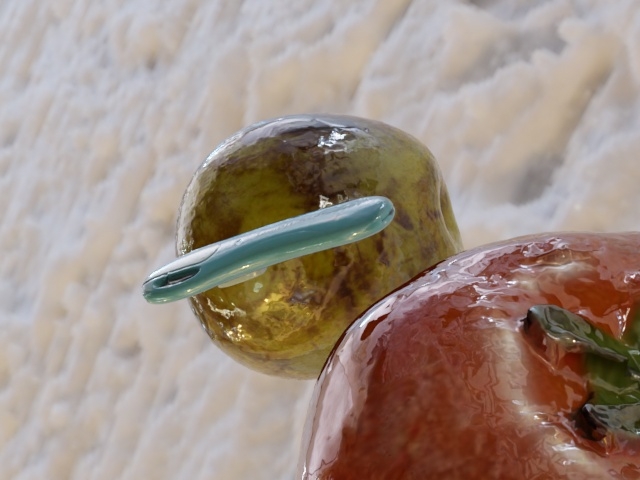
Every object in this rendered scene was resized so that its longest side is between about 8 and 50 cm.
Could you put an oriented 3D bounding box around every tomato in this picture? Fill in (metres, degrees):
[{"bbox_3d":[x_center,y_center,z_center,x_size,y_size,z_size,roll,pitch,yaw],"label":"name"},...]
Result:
[{"bbox_3d":[0.150,0.154,0.844,0.341,0.341,0.273,-95,17,-44],"label":"tomato"}]

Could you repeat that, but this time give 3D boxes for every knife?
[{"bbox_3d":[-0.041,0.010,1.165,0.222,0.031,0.064,-18,21,28],"label":"knife"}]

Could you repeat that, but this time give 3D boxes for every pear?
[{"bbox_3d":[0.000,0.000,1.494,0.283,0.283,0.283,-43,35,40],"label":"pear"}]
